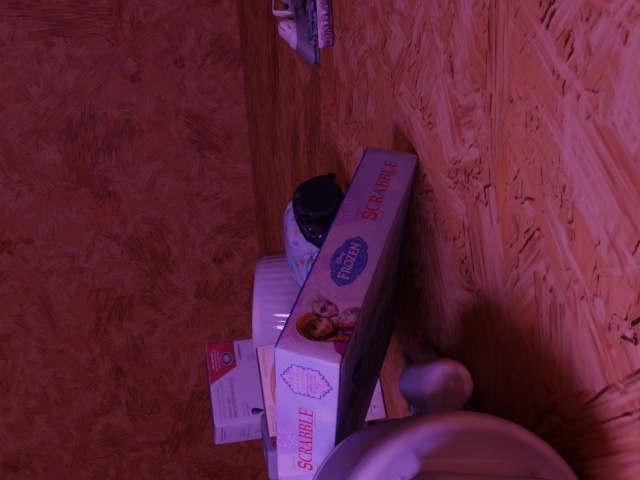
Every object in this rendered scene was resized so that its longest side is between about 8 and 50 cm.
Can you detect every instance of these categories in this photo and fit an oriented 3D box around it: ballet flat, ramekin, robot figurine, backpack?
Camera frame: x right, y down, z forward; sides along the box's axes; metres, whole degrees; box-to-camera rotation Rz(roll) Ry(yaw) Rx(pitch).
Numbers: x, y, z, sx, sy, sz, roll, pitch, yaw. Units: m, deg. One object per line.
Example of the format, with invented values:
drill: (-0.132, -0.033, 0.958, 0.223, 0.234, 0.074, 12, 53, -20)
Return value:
ballet flat: (-0.053, -0.411, 1.387, 0.072, 0.068, 0.213, 105, 156, -66)
ramekin: (-0.070, 0.144, 1.550, 0.273, 0.127, 0.272, 1, -90, -90)
robot figurine: (0.091, 0.244, 0.610, 0.353, 0.200, 0.300, 115, 163, -72)
backpack: (0.000, 0.000, 1.237, 0.182, 0.115, 0.152, 91, 166, -51)

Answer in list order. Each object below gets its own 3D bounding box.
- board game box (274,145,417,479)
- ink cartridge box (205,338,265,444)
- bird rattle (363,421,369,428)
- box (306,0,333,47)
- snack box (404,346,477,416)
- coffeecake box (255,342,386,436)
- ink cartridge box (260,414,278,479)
board game box: (0.031, 0.112, 0.849, 0.318, 0.066, 0.318, -64, -17, -45)
ink cartridge box: (-0.109, 0.322, 1.648, 0.114, 0.273, 0.197, 103, 158, -54)
bird rattle: (0.049, 0.339, 1.316, 0.207, 0.143, 0.253, -150, 66, -64)
box: (-0.004, -0.392, 1.232, 0.094, 0.027, 0.137, -125, 29, -68)
snack box: (0.131, 0.187, 0.819, 0.141, 0.037, 0.100, -137, 39, -75)
coffeecake box: (-0.002, 0.228, 1.192, 0.068, 0.185, 0.142, 117, 145, -74)
ink cartridge box: (-0.028, 0.405, 1.507, 0.127, 0.175, 0.072, -119, 23, -65)
